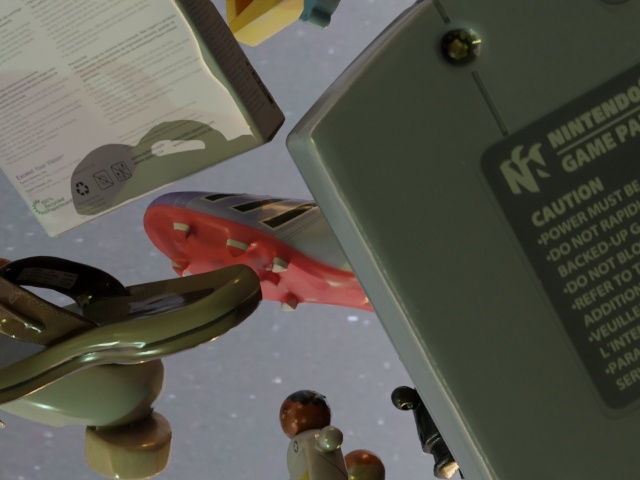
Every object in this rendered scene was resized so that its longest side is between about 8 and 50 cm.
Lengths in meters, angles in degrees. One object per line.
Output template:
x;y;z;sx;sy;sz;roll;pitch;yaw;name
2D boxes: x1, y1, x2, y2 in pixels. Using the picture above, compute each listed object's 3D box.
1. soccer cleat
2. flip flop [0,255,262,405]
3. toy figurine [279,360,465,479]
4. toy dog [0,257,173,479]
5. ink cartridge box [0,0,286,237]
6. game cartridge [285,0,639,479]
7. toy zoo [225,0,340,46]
0.000;0.000;0.912;0.083;0.248;0.095;99;-175;-53;soccer cleat
-0.178;0.047;0.869;0.112;0.277;0.080;-76;-29;-67;flip flop
0.077;0.192;1.158;0.213;0.209;0.148;46;-156;-48;toy figurine
-0.276;0.102;1.201;0.333;0.161;0.220;26;-73;-3;toy dog
-0.171;-0.130;0.903;0.224;0.223;0.045;57;-146;-20;ink cartridge box
0.148;-0.044;0.452;0.297;0.062;0.198;-29;-88;-10;game cartridge
-0.021;-0.301;1.107;0.030;0.192;0.293;17;-127;-35;toy zoo
